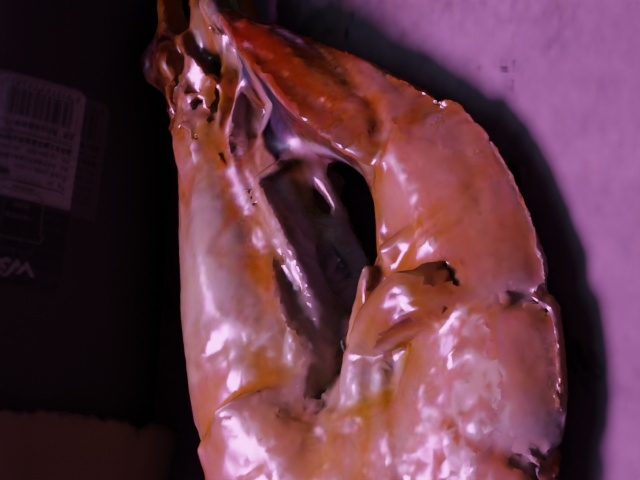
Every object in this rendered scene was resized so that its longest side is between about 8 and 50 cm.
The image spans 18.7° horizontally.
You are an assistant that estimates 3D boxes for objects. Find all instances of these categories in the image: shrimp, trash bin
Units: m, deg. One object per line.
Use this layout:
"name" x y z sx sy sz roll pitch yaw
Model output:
"shrimp" 0.000 0.000 0.609 0.145 0.061 0.267 -48 45 34
"trash bin" -0.154 0.011 0.712 0.214 0.214 0.333 -6 79 58
